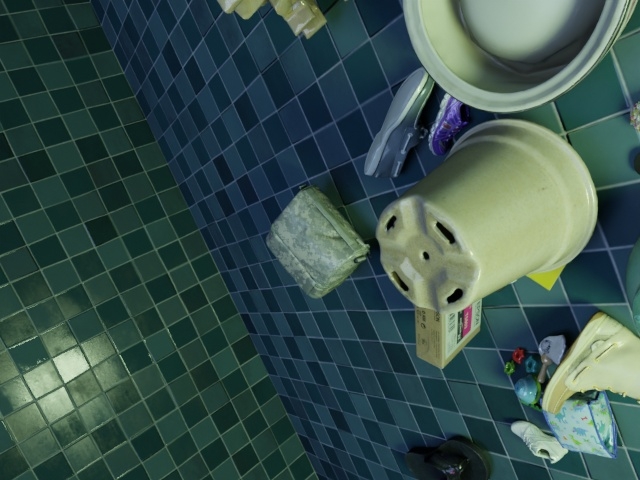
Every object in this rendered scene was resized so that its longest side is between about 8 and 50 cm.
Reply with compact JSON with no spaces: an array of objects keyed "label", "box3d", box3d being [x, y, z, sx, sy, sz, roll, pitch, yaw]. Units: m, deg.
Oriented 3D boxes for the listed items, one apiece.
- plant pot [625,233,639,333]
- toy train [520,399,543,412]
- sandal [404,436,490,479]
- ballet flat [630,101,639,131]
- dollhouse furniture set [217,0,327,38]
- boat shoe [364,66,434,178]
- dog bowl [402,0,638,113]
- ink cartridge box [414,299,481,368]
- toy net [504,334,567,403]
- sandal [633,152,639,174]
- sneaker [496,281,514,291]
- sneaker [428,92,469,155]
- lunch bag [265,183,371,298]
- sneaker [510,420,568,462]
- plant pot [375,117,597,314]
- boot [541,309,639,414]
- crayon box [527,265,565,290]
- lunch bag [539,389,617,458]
[{"label":"plant pot","box3d":[0.632,0.089,0.793,0.293,0.196,0.293,33,139,36]},{"label":"toy train","box3d":[0.568,0.437,1.305,0.083,0.017,0.024,23,141,44]},{"label":"sandal","box3d":[0.417,0.788,1.690,0.168,0.107,0.446,54,146,12]},{"label":"ballet flat","box3d":[0.595,-0.178,0.754,0.240,0.077,0.091,24,131,44]},{"label":"dollhouse furniture set","box3d":[-0.042,-0.672,1.024,0.394,0.362,0.257,-34,86,29]},{"label":"boat shoe","box3d":[0.210,-0.277,1.222,0.098,0.116,0.320,17,136,-11]},{"label":"dog bowl","box3d":[0.342,-0.438,0.842,0.408,0.150,0.408,34,139,37]},{"label":"ink cartridge box","box3d":[0.332,0.177,1.272,0.088,0.193,0.235,21,131,42]},{"label":"toy net","box3d":[0.537,0.297,1.211,0.122,0.045,0.232,-91,17,-48]},{"label":"sandal","box3d":[0.611,-0.115,0.811,0.179,0.040,0.067,15,125,49]},{"label":"sneaker","box3d":[0.426,0.087,1.159,0.152,0.058,0.085,-111,0,-72]},{"label":"sneaker","box3d":[0.296,-0.260,1.115,0.071,0.068,0.170,36,139,25]},{"label":"lunch bag","box3d":[0.000,0.000,1.578,0.305,0.212,0.256,51,147,14]},{"label":"sneaker","box3d":[0.577,0.538,1.328,0.152,0.061,0.054,18,130,49]},{"label":"plant pot","box3d":[0.282,-0.029,0.933,0.333,0.305,0.334,33,137,38]},{"label":"boot","box3d":[0.609,0.307,1.036,0.203,0.095,0.262,34,112,31]},{"label":"crayon box","box3d":[0.416,-0.064,1.080,0.318,0.081,0.202,41,142,30]},{"label":"lunch bag","box3d":[0.614,0.430,1.164,0.128,0.096,0.151,-16,91,56]}]
